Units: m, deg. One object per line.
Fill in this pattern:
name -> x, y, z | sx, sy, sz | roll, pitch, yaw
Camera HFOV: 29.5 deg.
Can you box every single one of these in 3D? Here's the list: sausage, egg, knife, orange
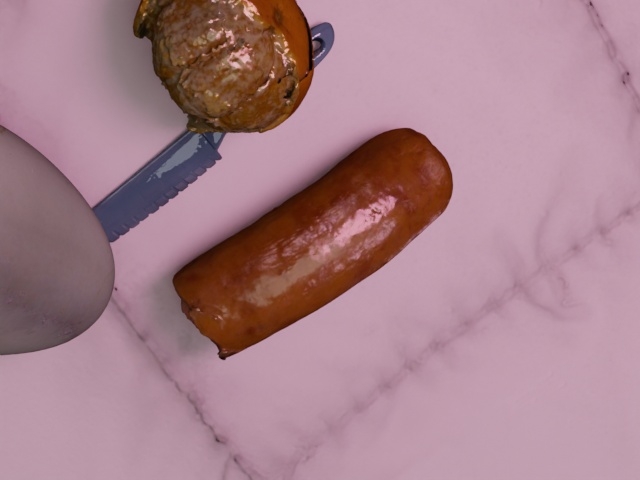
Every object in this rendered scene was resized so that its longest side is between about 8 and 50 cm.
sausage -> -0.001, -0.002, 1.069 | 0.270, 0.109, 0.109 | -34, 112, -7
egg -> -0.282, -0.004, 0.943 | 0.264, 0.183, 0.183 | 29, 96, -27
knife -> -0.106, -0.082, 1.063 | 0.313, 0.019, 0.044 | -39, 115, 0
orange -> -0.080, -0.157, 0.981 | 0.134, 0.156, 0.156 | -23, 119, 40
